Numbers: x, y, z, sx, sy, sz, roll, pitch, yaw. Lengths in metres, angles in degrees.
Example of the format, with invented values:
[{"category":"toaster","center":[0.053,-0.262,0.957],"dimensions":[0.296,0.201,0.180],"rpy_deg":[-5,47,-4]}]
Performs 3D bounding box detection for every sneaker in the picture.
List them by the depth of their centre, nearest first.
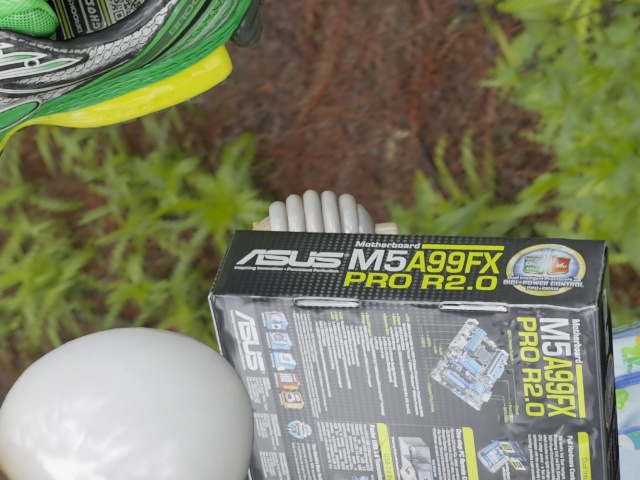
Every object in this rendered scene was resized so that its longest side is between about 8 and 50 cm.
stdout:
[{"category":"sneaker","center":[-0.200,-0.103,0.974],"dimensions":[0.343,0.146,0.134],"rpy_deg":[-27,72,-4]}]

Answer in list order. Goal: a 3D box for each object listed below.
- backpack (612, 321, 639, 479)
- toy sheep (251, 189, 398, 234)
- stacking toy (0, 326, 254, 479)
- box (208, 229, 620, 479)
[{"category":"backpack","center":[0.292,0.161,1.459],"dimensions":[0.290,0.355,0.273],"rpy_deg":[-8,104,20]},{"category":"toy sheep","center":[0.000,0.000,1.570],"dimensions":[0.132,0.091,0.091],"rpy_deg":[-8,107,-5]},{"category":"stacking toy","center":[-0.234,0.199,0.855],"dimensions":[0.350,0.480,0.350],"rpy_deg":[49,166,16]},{"category":"box","center":[0.064,0.116,1.100],"dimensions":[0.216,0.060,0.270],"rpy_deg":[1,130,14]}]
